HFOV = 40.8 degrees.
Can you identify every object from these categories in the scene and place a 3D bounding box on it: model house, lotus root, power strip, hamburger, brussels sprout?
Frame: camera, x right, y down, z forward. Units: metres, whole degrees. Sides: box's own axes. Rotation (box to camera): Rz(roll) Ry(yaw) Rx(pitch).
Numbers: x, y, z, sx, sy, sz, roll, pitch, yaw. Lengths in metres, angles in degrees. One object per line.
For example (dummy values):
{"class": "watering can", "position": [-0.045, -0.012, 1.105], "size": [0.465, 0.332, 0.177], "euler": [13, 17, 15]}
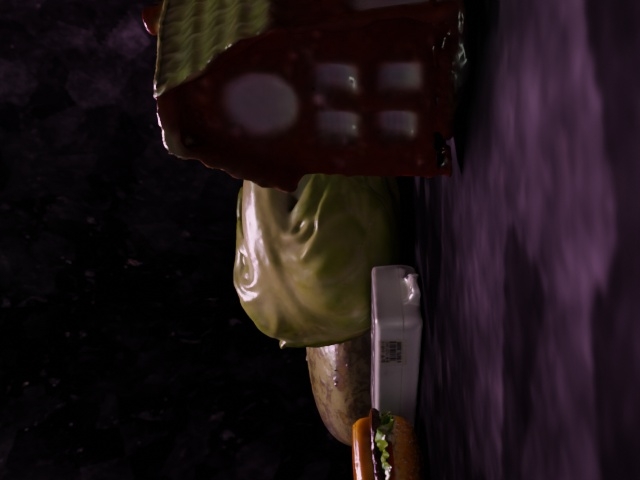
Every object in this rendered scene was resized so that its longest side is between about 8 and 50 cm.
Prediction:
{"class": "model house", "position": [-0.020, -0.153, 0.680], "size": [0.160, 0.254, 0.196], "euler": [81, -174, -47]}
{"class": "lotus root", "position": [0.062, 0.230, 1.413], "size": [0.173, 0.173, 0.309], "euler": [-89, -11, -79]}
{"class": "power strip", "position": [0.095, 0.163, 1.121], "size": [0.338, 0.058, 0.098], "euler": [86, -179, -47]}
{"class": "hamburger", "position": [0.086, 0.297, 1.070], "size": [0.137, 0.087, 0.166], "euler": [88, 179, -56]}
{"class": "brussels sprout", "position": [0.000, 0.000, 1.209], "size": [0.328, 0.247, 0.328], "euler": [-9, -90, -88]}
